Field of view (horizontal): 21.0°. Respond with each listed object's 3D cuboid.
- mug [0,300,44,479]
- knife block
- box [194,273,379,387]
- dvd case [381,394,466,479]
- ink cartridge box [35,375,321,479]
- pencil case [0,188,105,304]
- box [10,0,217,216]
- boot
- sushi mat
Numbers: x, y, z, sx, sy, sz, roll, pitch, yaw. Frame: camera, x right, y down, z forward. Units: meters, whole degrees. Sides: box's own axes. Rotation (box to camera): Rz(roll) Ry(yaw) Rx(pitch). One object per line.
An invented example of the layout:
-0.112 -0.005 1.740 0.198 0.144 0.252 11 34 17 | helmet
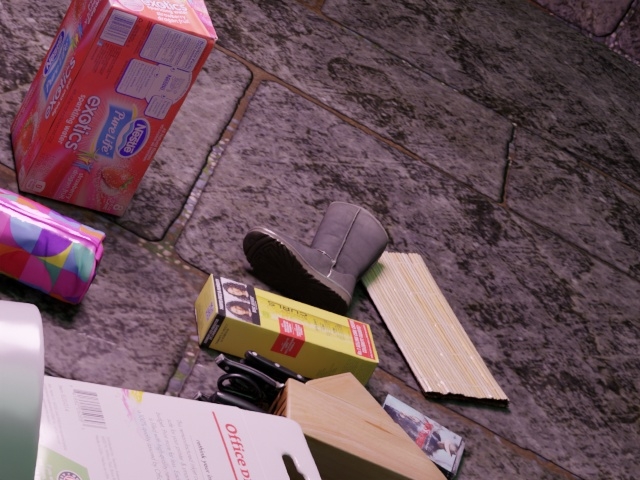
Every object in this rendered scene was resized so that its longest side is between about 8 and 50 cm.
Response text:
-0.421 0.198 1.476 0.328 0.276 0.374 7 28 -16 | mug
-0.019 0.243 2.001 0.242 0.088 0.276 -9 48 -49 | knife block
-0.044 0.120 2.201 0.232 0.058 0.087 20 30 -21 | box
0.127 0.251 2.207 0.119 0.013 0.087 32 28 0 | dvd case
-0.171 0.265 1.785 0.353 0.119 0.207 13 33 -29 | ink cartridge box
-0.372 -0.010 2.049 0.236 0.104 0.104 25 29 -14 | pencil case
-0.272 -0.199 2.230 0.154 0.300 0.142 15 33 -27 | box
-0.002 0.001 2.394 0.189 0.076 0.208 41 40 -11 | boot
0.144 0.114 2.436 0.151 0.019 0.316 9 36 -34 | sushi mat
